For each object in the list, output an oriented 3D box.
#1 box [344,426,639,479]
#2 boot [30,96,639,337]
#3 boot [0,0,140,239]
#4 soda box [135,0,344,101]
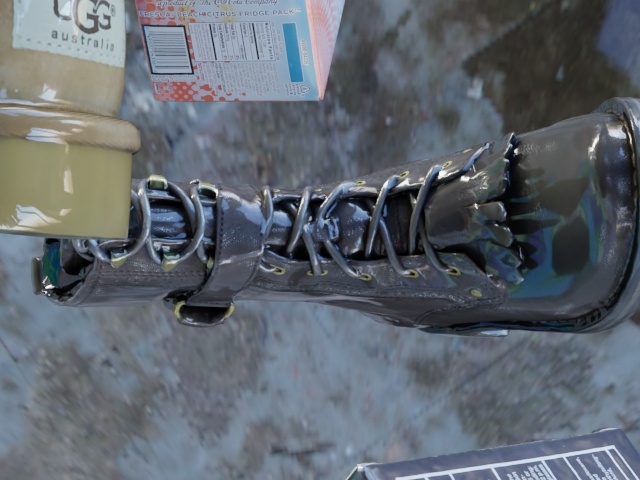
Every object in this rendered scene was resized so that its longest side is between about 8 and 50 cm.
[{"bbox_3d":[0.151,0.305,1.293,0.183,0.294,0.296,-52,56,31],"label":"box"},{"bbox_3d":[0.000,0.000,0.804,0.229,0.263,0.091,3,75,-22],"label":"boot"},{"bbox_3d":[-0.118,-0.138,0.426,0.236,0.089,0.269,3,87,29],"label":"boot"},{"bbox_3d":[-0.031,-0.130,0.559,0.058,0.183,0.063,1,41,9],"label":"soda box"}]
